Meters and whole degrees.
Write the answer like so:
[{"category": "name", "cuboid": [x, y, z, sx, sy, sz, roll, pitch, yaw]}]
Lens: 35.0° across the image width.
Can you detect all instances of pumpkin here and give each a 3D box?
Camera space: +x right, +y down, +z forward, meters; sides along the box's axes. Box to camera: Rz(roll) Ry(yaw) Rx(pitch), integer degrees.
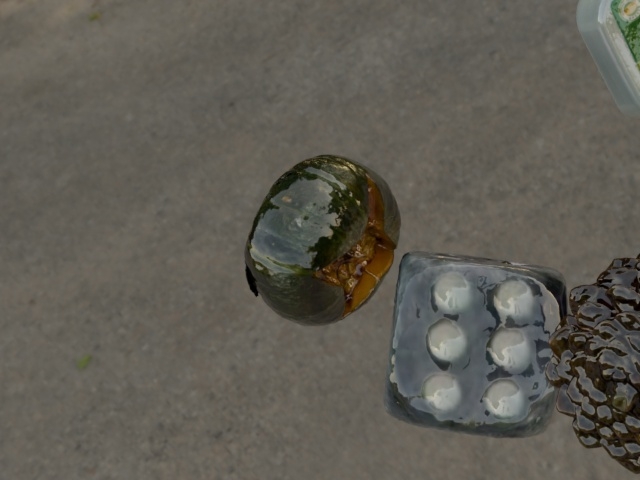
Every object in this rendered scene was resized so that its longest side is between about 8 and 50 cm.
[{"category": "pumpkin", "cuboid": [-0.002, -0.001, 1.328, 0.159, 0.238, 0.238, 30, 68, 32]}]

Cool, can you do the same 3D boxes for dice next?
[{"category": "dice", "cuboid": [0.164, 0.108, 1.099, 0.181, 0.182, 0.183, 5, 2, 5]}]

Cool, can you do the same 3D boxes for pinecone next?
[{"category": "pinecone", "cuboid": [0.261, 0.078, 0.736, 0.163, 0.163, 0.165, 13, 26, 43]}]

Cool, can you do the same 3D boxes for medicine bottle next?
[{"category": "medicine bottle", "cuboid": [0.327, -0.172, 0.959, 0.119, 0.183, 0.069, -33, 14, -11]}]
